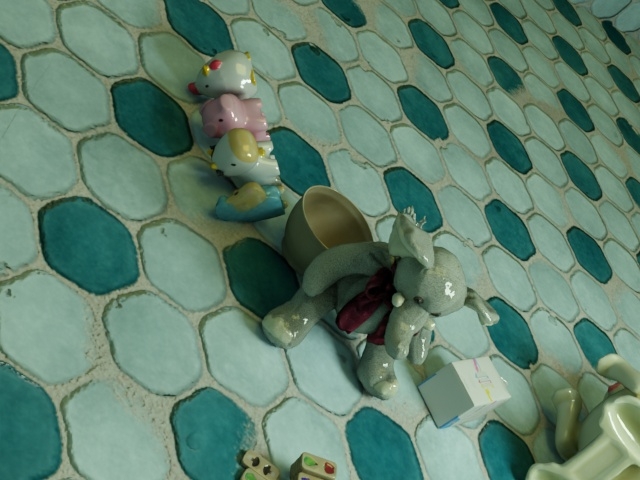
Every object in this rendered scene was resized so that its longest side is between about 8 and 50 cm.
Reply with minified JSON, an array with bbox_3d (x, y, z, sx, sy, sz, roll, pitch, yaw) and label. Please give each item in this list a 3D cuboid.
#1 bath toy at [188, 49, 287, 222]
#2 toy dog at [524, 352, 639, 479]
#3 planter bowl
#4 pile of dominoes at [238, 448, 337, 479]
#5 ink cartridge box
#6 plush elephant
[{"bbox_3d":[-0.156,-0.196,1.802,0.151,0.129,0.348,79,-3,-59],"label":"bath toy"},{"bbox_3d":[0.631,0.392,1.943,0.395,0.285,0.408,36,26,10],"label":"toy dog"},{"bbox_3d":[0.000,0.000,1.788,0.162,0.109,0.162,29,39,-26],"label":"planter bowl"},{"bbox_3d":[-0.025,0.409,1.395,0.196,0.040,0.251,23,40,-17],"label":"pile of dominoes"},{"bbox_3d":[0.265,0.272,1.835,0.143,0.092,0.090,0,57,-50],"label":"ink cartridge box"},{"bbox_3d":[0.126,0.093,1.606,0.272,0.255,0.330,38,78,-22],"label":"plush elephant"}]
